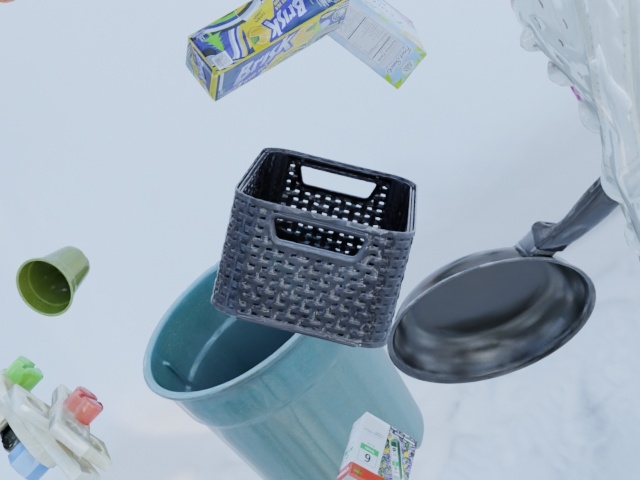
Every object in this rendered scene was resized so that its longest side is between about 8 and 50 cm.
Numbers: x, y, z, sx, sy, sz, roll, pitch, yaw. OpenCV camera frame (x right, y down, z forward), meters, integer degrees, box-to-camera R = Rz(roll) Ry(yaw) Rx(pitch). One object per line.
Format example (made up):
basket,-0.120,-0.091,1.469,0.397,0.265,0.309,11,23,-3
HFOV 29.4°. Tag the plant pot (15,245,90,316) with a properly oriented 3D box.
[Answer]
plant pot,-0.343,0.045,1.601,0.083,0.079,0.083,8,116,16

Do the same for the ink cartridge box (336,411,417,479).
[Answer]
ink cartridge box,0.050,0.226,1.158,0.029,0.062,0.115,-49,14,43

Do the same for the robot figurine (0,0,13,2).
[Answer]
robot figurine,-0.179,-0.252,0.699,0.128,0.158,0.220,40,124,49

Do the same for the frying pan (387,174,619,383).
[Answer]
frying pan,0.155,0.029,1.068,0.197,0.326,0.053,-9,53,-8

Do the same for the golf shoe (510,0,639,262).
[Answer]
golf shoe,0.119,-0.046,0.342,0.140,0.115,0.306,25,138,32

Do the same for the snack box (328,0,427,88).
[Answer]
snack box,0.039,-0.313,1.661,0.070,0.207,0.174,-51,17,18

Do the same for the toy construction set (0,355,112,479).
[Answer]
toy construction set,-0.329,0.205,1.040,0.327,0.215,0.151,-33,88,1

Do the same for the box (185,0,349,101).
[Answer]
box,-0.053,-0.212,1.234,0.169,0.059,0.054,-33,76,-20

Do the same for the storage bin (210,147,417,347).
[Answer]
storage bin,0.000,0.000,0.868,0.122,0.180,0.084,13,104,1

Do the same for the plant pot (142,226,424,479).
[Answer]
plant pot,-0.031,0.217,1.824,0.341,0.334,0.341,-27,28,16
